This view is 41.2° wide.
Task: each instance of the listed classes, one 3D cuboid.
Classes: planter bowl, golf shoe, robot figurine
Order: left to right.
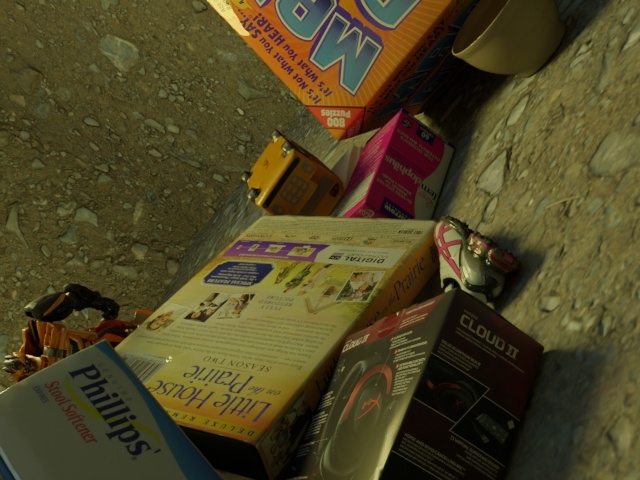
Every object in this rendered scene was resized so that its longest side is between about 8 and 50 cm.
[{"bbox_3d":[-0.271,0.170,1.104,0.085,0.291,0.211,2,81,37],"label":"robot figurine"},{"bbox_3d":[0.158,0.024,0.975,0.086,0.067,0.186,-56,13,7],"label":"golf shoe"},{"bbox_3d":[0.284,-0.306,1.240,0.162,0.109,0.162,-51,13,17],"label":"planter bowl"}]

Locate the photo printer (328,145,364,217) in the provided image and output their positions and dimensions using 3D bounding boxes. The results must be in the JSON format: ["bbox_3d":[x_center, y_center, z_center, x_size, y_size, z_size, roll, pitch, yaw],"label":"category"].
[{"bbox_3d":[0.000,0.000,1.540,0.307,0.107,0.256,-50,14,27],"label":"photo printer"}]

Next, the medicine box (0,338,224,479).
[{"bbox_3d":[-0.180,0.292,0.807,0.149,0.263,0.289,-28,-44,-28],"label":"medicine box"}]

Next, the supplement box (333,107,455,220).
[{"bbox_3d":[0.111,-0.079,1.311,0.114,0.111,0.220,-40,21,49],"label":"supplement box"}]

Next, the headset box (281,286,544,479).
[{"bbox_3d":[0.070,0.188,0.788,0.218,0.110,0.293,-36,24,58],"label":"headset box"}]

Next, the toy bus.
[{"bbox_3d":[-0.050,-0.102,1.435,0.108,0.130,0.333,-54,15,5],"label":"toy bus"}]

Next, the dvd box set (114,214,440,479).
[{"bbox_3d":[-0.067,0.101,1.049,0.307,0.062,0.420,2,33,36],"label":"dvd box set"}]

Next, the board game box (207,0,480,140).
[{"bbox_3d":[0.098,-0.444,1.461,0.356,0.356,0.356,-48,-11,32],"label":"board game box"}]

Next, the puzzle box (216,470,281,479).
[{"bbox_3d":[-0.236,0.281,1.256,0.408,0.052,0.272,0,41,22],"label":"puzzle box"}]
